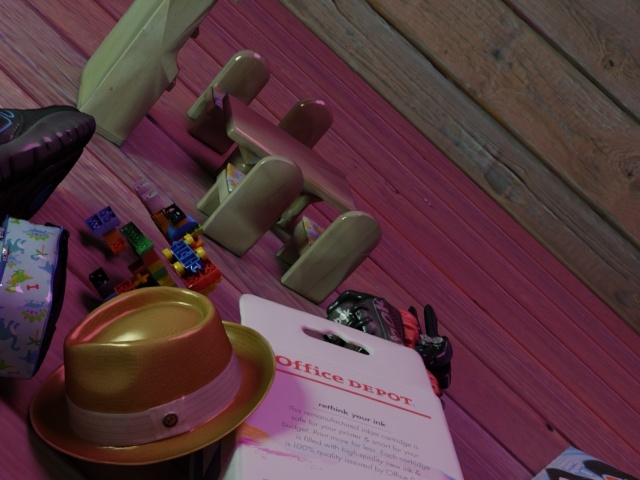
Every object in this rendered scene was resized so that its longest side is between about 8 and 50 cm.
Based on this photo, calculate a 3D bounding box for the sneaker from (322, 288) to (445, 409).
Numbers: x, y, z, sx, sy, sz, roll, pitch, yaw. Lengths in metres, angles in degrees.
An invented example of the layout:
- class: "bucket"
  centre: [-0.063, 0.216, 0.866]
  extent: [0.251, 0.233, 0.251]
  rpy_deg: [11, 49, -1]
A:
- class: "sneaker"
  centre: [0.062, 0.144, 1.153]
  extent: [0.135, 0.097, 0.276]
  rpy_deg: [36, 18, -20]

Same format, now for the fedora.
- class: "fedora"
  centre: [-0.133, 0.090, 0.758]
  extent: [0.194, 0.195, 0.079]
  rpy_deg: [-97, 180, -62]

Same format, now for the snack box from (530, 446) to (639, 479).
- class: "snack box"
  centre: [0.356, 0.353, 1.236]
  extent: [0.187, 0.060, 0.322]
  rpy_deg: [24, 11, 24]

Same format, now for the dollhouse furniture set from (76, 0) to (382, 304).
- class: "dollhouse furniture set"
  centre: [-0.087, -0.185, 1.322]
  extent: [0.394, 0.256, 0.362]
  rpy_deg: [33, 21, -26]

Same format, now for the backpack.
- class: "backpack"
  centre: [-0.243, 0.047, 0.755]
  extent: [0.084, 0.105, 0.114]
  rpy_deg: [10, 31, -19]

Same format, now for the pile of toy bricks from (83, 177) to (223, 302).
- class: "pile of toy bricks"
  centre: [-0.160, 0.035, 0.977]
  extent: [0.212, 0.118, 0.105]
  rpy_deg: [41, -18, 54]

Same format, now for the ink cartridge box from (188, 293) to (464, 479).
- class: "ink cartridge box"
  centre: [0.004, 0.205, 0.804]
  extent: [0.207, 0.119, 0.353]
  rpy_deg: [20, 26, -15]

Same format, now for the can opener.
- class: "can opener"
  centre: [0.150, 0.142, 1.419]
  extent: [0.059, 0.073, 0.186]
  rpy_deg: [-1, 25, -5]

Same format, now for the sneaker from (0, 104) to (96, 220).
- class: "sneaker"
  centre: [-0.310, -0.083, 0.866]
  extent: [0.140, 0.125, 0.341]
  rpy_deg: [37, 17, -1]
